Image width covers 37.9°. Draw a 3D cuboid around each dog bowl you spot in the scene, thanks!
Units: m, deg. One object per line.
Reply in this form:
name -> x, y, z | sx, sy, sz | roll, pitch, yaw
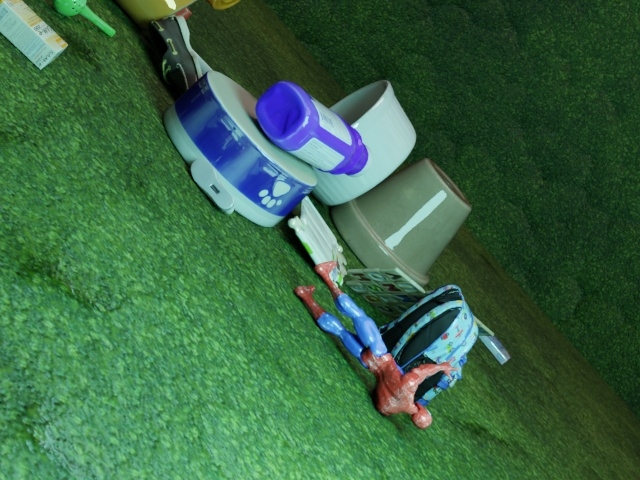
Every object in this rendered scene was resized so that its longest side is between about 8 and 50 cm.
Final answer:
dog bowl -> -0.130, -0.153, 1.555 | 0.265, 0.104, 0.265 | 45, 14, -14

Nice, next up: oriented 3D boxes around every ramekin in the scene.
ramekin -> 0.065, -0.197, 1.939 | 0.135, 0.277, 0.277 | 53, 12, -18

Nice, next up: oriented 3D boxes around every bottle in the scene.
bottle -> 0.001, -0.177, 1.599 | 0.118, 0.092, 0.283 | 56, 16, 26

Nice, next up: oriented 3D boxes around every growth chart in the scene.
growth chart -> 0.000, 0.000, 1.648 | 0.172, 0.021, 0.237 | 59, 11, -15

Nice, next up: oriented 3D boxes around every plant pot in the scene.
plant pot -> -0.332, -0.514, 1.777 | 0.188, 0.205, 0.205 | 60, 11, -15
plant pot -> 0.187, -0.045, 1.966 | 0.263, 0.229, 0.263 | 44, 15, -16

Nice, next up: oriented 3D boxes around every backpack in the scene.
backpack -> 0.182, 0.161, 1.500 | 0.117, 0.173, 0.158 | 44, 14, -16

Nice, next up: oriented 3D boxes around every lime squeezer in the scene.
lime squeezer -> -0.428, -0.414, 1.464 | 0.310, 0.059, 0.110 | 36, 18, -37

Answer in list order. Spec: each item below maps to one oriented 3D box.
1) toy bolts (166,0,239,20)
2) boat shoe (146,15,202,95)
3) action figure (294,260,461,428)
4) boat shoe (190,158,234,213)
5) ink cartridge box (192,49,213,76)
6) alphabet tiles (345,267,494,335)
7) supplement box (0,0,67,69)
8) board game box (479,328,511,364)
toy bolts -> -0.283, -0.565, 1.961 | 0.159, 0.228, 0.218 | 60, 10, 8
boat shoe -> -0.260, -0.318, 1.692 | 0.081, 0.068, 0.228 | 102, -27, -50
action figure -> 0.094, 0.157, 1.390 | 0.139, 0.091, 0.280 | -3, 50, -51
boat shoe -> -0.163, -0.080, 1.418 | 0.100, 0.035, 0.035 | 49, -14, 19
ink cartridge box -> -0.268, -0.358, 1.868 | 0.145, 0.045, 0.179 | 46, -4, -4
alphabet tiles -> 0.162, 0.110, 1.640 | 0.198, 0.009, 0.237 | -4, -34, 48
supplement box -> -0.392, -0.280, 1.247 | 0.098, 0.036, 0.062 | 44, 15, -16
board game box -> 0.431, 0.261, 2.301 | 0.090, 0.020, 0.090 | 51, 15, 13
